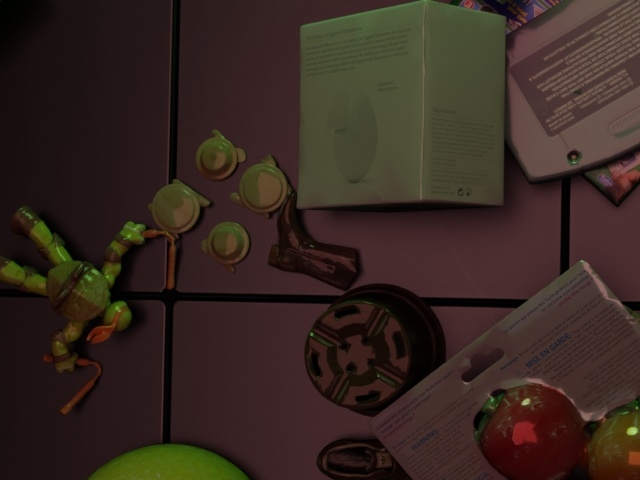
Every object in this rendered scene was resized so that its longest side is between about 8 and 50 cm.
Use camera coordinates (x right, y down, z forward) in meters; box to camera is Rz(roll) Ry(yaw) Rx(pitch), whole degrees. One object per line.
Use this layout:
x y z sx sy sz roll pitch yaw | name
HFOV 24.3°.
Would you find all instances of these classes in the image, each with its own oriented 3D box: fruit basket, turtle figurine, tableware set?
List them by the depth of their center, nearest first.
0.284 0.246 1.667 0.327 0.165 0.353 -41 85 21 | fruit basket
-0.325 0.068 1.886 0.217 0.087 0.269 31 94 11 | turtle figurine
-0.127 -0.052 1.886 0.141 0.020 0.168 39 95 11 | tableware set

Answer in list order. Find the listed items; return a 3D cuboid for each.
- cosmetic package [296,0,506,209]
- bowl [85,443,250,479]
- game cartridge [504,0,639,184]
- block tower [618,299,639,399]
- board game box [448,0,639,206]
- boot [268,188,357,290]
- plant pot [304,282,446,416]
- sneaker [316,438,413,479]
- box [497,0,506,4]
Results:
0.092 -0.149 1.735 0.224 0.138 0.224 -1 88 51 | cosmetic package
-0.203 0.386 1.792 0.289 0.156 0.289 -1 79 8 | bowl
0.337 -0.198 1.734 0.294 0.060 0.196 -30 78 9 | game cartridge
0.446 0.176 1.724 0.335 0.091 0.097 31 93 12 | block tower
0.312 -0.224 1.790 0.317 0.046 0.213 44 95 10 | board game box
0.000 0.000 1.848 0.114 0.037 0.106 16 104 15 | boot
0.058 0.132 1.767 0.167 0.165 0.167 -1 87 11 | plant pot
0.088 0.271 1.802 0.188 0.071 0.066 -6 86 12 | sneaker
0.213 -0.467 1.736 0.232 0.058 0.322 37 89 18 | box
